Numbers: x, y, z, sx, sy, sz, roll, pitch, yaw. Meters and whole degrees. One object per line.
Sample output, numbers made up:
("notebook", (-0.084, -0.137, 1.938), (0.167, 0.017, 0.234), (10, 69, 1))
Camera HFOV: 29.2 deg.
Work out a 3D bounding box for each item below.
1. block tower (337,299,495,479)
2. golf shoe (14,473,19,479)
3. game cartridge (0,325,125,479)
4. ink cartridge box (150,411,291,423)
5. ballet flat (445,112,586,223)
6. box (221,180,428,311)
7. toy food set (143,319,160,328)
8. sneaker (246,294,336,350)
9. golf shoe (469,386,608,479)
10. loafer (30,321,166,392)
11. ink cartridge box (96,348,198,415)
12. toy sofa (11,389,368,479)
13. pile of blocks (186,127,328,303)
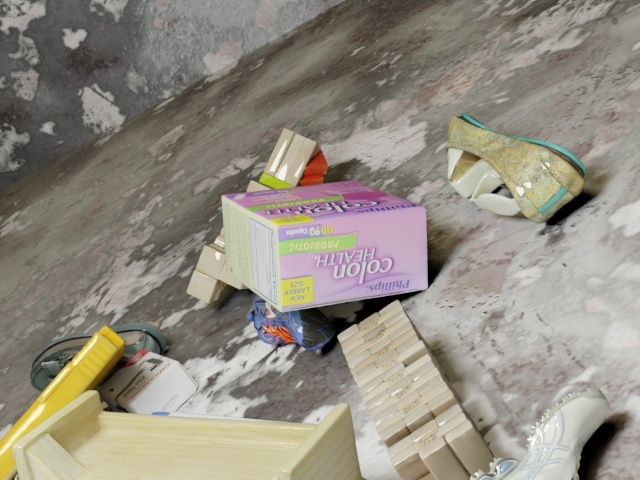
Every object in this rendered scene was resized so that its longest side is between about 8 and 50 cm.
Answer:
("block tower", (0.104, 0.178, 1.349), (0.091, 0.097, 0.335), (-33, 21, 2))
("golf shoe", (-0.309, 0.357, 1.463), (0.120, 0.105, 0.273), (-38, 40, 18))
("game cartridge", (-0.396, 0.262, 1.730), (0.324, 0.052, 0.285), (-52, 2, -14))
("ink cartridge box", (-0.167, 0.301, 1.517), (0.311, 0.065, 0.186), (-2, 41, 49))
("ballet flat", (0.241, -0.098, 1.705), (0.123, 0.123, 0.348), (-37, 22, -7))
("box", (0.000, 0.000, 1.701), (0.213, 0.117, 0.243), (-7, 15, -20))
("toy food set", (-0.328, 0.173, 2.064), (0.122, 0.019, 0.078), (-12, 31, 29))
("sneaker", (-0.045, 0.116, 1.723), (0.087, 0.083, 0.221), (-51, 19, -1))
("golf shoe", (0.225, 0.218, 1.165), (0.176, 0.069, 0.086), (-41, 47, -15))
("loafer", (-0.372, 0.202, 1.970), (0.267, 0.096, 0.084), (-20, 32, 27))
("ink cartridge box", (-0.257, 0.219, 1.815), (0.099, 0.056, 0.135), (-43, 23, -22))
("toy sofa", (-0.137, 0.275, 1.321), (0.362, 0.177, 0.150), (-1, 19, 27))
("pile of blocks", (-0.078, -0.021, 2.027), (0.112, 0.149, 0.362), (25, 62, 15))
